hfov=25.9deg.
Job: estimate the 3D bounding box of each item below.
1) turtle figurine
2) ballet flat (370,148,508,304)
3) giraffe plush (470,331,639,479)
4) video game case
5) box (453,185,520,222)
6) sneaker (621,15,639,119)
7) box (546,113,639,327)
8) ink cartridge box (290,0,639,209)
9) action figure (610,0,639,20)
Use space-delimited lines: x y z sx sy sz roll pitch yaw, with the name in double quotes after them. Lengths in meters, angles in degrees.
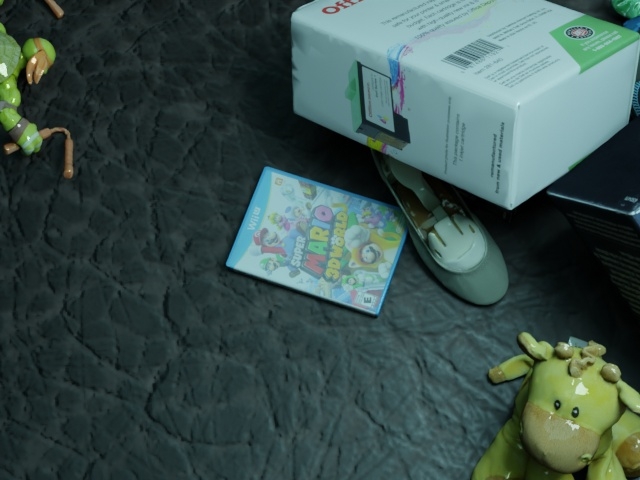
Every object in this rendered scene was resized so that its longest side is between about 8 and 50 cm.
-0.371 -0.169 1.483 0.217 0.087 0.269 -16 70 -3 "turtle figurine"
0.114 -0.026 1.398 0.072 0.068 0.213 -33 80 6 "ballet flat"
0.233 0.165 1.280 0.181 0.170 0.210 2 70 4 "giraffe plush"
0.000 0.000 1.438 0.166 0.015 0.119 17 72 10 "video game case"
0.188 -0.113 1.462 0.116 0.029 0.162 28 75 13 "box"
0.461 -0.203 1.390 0.341 0.125 0.139 -21 106 6 "sneaker"
0.424 -0.011 1.257 0.296 0.183 0.294 -39 107 -7 "box"
0.135 -0.162 1.354 0.278 0.117 0.201 27 42 34 "ink cartridge box"
0.419 -0.222 1.471 0.232 0.063 0.137 21 74 6 "action figure"
